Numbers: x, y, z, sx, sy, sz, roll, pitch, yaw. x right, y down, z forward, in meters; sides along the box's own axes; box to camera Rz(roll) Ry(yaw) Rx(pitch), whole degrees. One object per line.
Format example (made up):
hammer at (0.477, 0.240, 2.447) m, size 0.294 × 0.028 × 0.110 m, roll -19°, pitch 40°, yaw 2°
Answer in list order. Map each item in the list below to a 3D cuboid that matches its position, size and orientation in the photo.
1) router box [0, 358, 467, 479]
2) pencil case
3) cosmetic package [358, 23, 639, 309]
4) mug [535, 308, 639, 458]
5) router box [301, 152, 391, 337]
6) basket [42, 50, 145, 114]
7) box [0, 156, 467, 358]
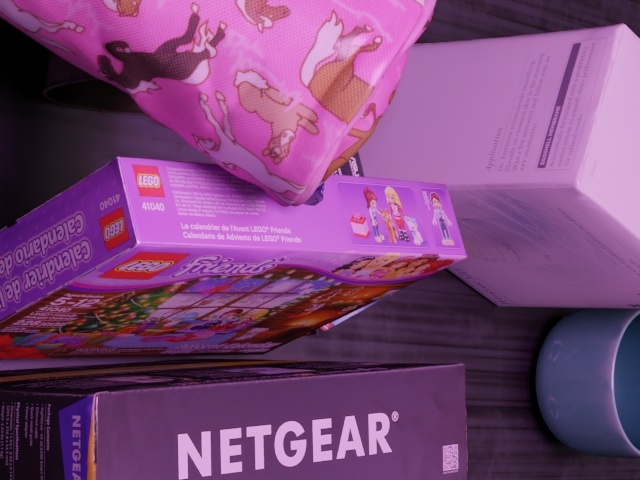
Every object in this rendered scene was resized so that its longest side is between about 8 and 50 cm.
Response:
router box at (-0.099, 0.117, 1.130) m, size 0.309 × 0.243 × 0.081 m, roll 0°, pitch 88°, yaw -47°
pencil case at (-0.130, -0.172, 1.045) m, size 0.386 × 0.167 × 0.160 m, roll 30°, pitch 57°, yaw -7°
cosmetic package at (0.180, -0.048, 1.457) m, size 0.224 × 0.224 × 0.138 m, roll 34°, pitch 66°, yaw -41°
mug at (0.250, 0.132, 1.622) m, size 0.129 × 0.097 × 0.158 m, roll -43°, pitch 120°, yaw -40°
router box at (0.000, 0.000, 1.394) m, size 0.092 × 0.038 × 0.122 m, roll -27°, pitch 108°, yaw -46°
basket at (-0.090, -0.205, 1.226) m, size 0.204 × 0.154 × 0.227 m, roll 0°, pitch 84°, yaw -42°
box at (-0.076, 0.018, 1.185) m, size 0.293 × 0.201 × 0.057 m, roll 2°, pitch 67°, yaw -47°
